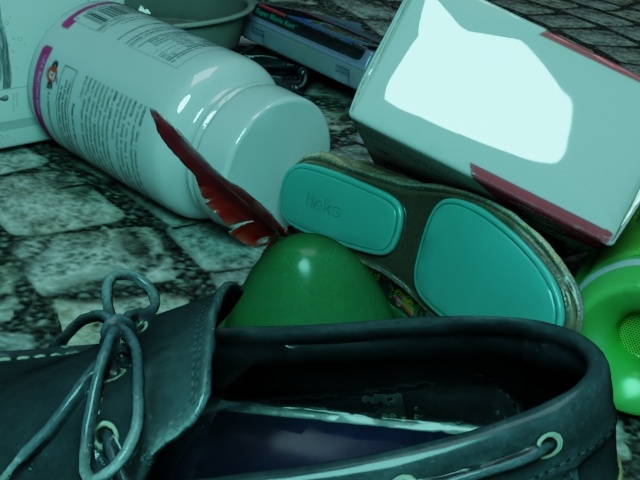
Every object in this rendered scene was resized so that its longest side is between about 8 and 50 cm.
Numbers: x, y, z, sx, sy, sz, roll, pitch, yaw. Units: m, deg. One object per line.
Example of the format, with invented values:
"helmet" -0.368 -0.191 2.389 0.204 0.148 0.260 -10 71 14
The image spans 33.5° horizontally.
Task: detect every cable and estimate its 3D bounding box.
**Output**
"cable" -0.109 -0.237 1.418 0.184 0.047 0.150 4 25 -10

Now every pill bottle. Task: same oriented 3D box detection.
"pill bottle" -0.137 -0.117 1.018 0.283 0.160 0.160 29 31 35

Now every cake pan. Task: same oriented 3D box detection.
"cake pan" -0.231 -0.288 1.395 0.293 0.054 0.293 1 23 0

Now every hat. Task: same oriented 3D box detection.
"hat" 0.000 0.000 0.790 0.173 0.183 0.208 27 30 32

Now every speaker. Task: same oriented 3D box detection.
"speaker" 0.291 0.031 0.899 0.131 0.131 0.296 18 26 17

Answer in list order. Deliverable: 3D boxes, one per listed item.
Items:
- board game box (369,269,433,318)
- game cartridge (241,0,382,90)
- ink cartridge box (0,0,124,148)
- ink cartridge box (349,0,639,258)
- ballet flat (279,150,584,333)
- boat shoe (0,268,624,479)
"board game box" 0.088 0.002 1.003 0.136 0.030 0.259 -1 27 -26
"game cartridge" 0.053 -0.256 1.459 0.355 0.068 0.230 31 17 39
"ink cartridge box" -0.344 -0.200 1.066 0.117 0.207 0.283 26 30 35
"ink cartridge box" 0.159 -0.089 0.918 0.226 0.131 0.306 26 -1 8
"ballet flat" 0.102 -0.001 0.869 0.106 0.107 0.316 1 24 -47
"boat shoe" -0.082 0.100 0.564 0.500 0.156 0.187 3 28 3
